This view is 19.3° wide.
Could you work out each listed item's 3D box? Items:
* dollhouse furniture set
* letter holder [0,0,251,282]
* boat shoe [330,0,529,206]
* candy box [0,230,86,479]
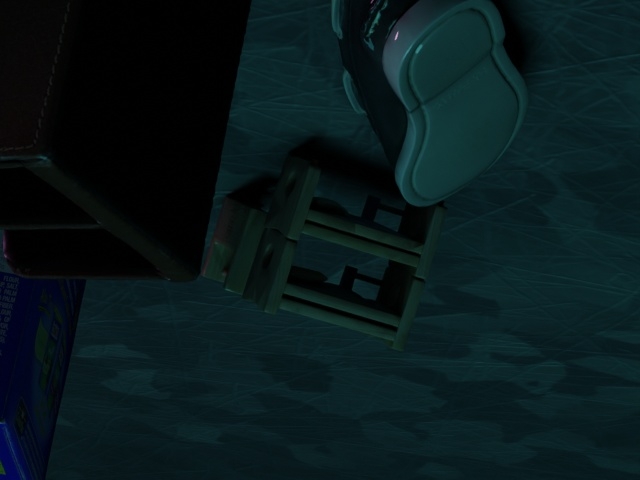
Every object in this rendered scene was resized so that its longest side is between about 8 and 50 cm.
[{"bbox_3d":[0.000,0.000,1.603,0.129,0.129,0.184,17,-178,-21],"label":"dollhouse furniture set"},{"bbox_3d":[-0.163,-0.144,1.000,0.214,0.301,0.152,-1,157,26],"label":"letter holder"},{"bbox_3d":[0.072,-0.117,1.278,0.114,0.091,0.302,-34,159,-10],"label":"boat shoe"},{"bbox_3d":[-0.246,0.016,1.435,0.122,0.317,0.268,11,158,0],"label":"candy box"}]
